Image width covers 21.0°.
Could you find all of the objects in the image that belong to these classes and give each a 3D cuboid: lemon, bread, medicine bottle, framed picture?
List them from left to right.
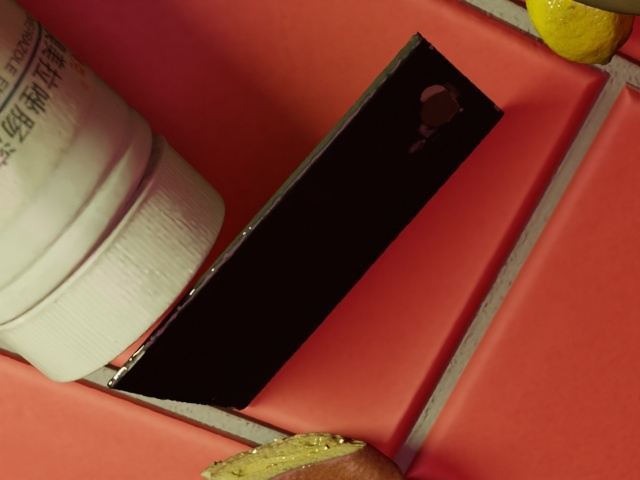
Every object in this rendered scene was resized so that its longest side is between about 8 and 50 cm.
[{"bbox_3d":[-0.239,-0.064,1.191,0.190,0.190,0.332,-46,114,5],"label":"medicine bottle"},{"bbox_3d":[0.000,0.000,1.283,0.013,0.244,0.324,43,97,20],"label":"framed picture"},{"bbox_3d":[0.012,0.211,1.429,0.192,0.067,0.119,40,104,-23],"label":"bread"},{"bbox_3d":[0.196,-0.187,1.318,0.082,0.082,0.110,-27,115,-3],"label":"lemon"}]

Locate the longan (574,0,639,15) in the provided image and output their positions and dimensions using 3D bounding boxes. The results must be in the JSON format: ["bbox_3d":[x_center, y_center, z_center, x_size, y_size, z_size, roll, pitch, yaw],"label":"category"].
[{"bbox_3d":[0.205,-0.277,1.159,0.300,0.300,0.243,10,105,-18],"label":"longan"}]
